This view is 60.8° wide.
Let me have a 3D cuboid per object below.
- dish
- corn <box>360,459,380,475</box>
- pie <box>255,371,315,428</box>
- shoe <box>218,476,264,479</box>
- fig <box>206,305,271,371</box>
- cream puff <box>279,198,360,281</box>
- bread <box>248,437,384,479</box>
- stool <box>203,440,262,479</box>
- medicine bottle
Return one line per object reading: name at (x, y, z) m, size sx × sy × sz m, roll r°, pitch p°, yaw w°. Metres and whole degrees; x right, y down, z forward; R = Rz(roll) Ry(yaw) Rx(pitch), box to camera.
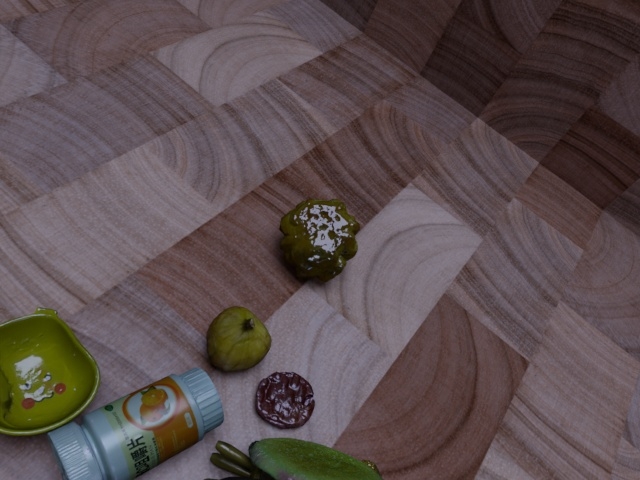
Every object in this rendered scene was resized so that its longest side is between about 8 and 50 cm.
dish at (-0.596, 0.285, 1.134) m, size 0.221 × 0.108 × 0.262 m, roll -23°, pitch 67°, yaw -36°
corn at (0.086, 0.598, 1.206) m, size 0.080 × 0.080 × 0.231 m, roll 27°, pitch 47°, yaw -2°
pie at (-0.086, 0.388, 1.329) m, size 0.154 × 0.038 × 0.153 m, roll 11°, pitch 49°, yaw -13°
shoe at (-0.071, 0.603, 1.005) m, size 0.384 × 0.171 × 0.237 m, roll 34°, pitch 42°, yaw -6°
fig at (-0.185, 0.221, 1.277) m, size 0.159 × 0.257 × 0.159 m, roll 7°, pitch 67°, yaw -17°
cream puff at (-0.001, -0.007, 1.568) m, size 0.244 × 0.244 × 0.196 m, roll 19°, pitch 13°, yaw -9°
bread at (-0.007, 0.472, 1.148) m, size 0.301 × 0.301 × 0.045 m, roll 18°, pitch 83°, yaw -10°
stool at (-0.188, 0.498, 1.146) m, size 0.111 × 0.134 × 0.135 m, roll 20°, pitch 4°, yaw -3°
medicine bottle at (-0.367, 0.389, 1.120) m, size 0.318 × 0.158 × 0.158 m, roll -22°, pitch 65°, yaw -35°
